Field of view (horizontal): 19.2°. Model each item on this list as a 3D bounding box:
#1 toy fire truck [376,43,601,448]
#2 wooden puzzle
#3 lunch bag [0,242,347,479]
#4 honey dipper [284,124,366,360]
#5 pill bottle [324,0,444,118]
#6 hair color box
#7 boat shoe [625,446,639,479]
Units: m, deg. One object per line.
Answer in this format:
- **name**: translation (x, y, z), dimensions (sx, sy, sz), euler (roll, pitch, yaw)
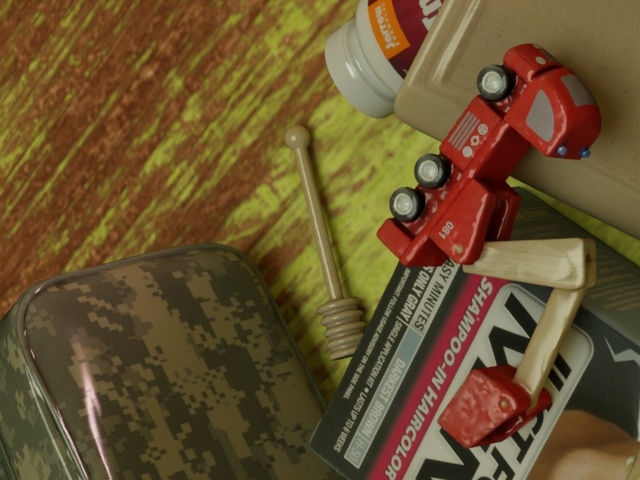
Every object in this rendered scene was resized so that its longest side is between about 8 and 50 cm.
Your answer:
- **toy fire truck**: translation (0.105, 0.004, 1.042), dimensions (0.135, 0.047, 0.192), euler (45, 113, 24)
- **wooden puzzle**: translation (0.186, -0.122, 1.063), dimensions (0.221, 0.044, 0.238), euler (26, 115, -1)
- **lunch bag**: translation (-0.126, 0.192, 1.280), dimensions (0.256, 0.212, 0.305), euler (-44, 68, 49)
- **honey dipper**: translation (0.000, 0.000, 1.267), dimensions (0.030, 0.030, 0.160), euler (-21, 80, 36)
- **pill bottle**: translation (0.078, -0.137, 1.158), dimensions (0.152, 0.086, 0.086), euler (-31, 76, 34)
- **hair color box**: translation (0.189, 0.144, 1.089), dimensions (0.374, 0.113, 0.185), euler (36, 114, 27)
- **boat shoe**: translation (0.202, 0.140, 0.959), dimensions (0.302, 0.109, 0.098), euler (-56, 24, 24)
